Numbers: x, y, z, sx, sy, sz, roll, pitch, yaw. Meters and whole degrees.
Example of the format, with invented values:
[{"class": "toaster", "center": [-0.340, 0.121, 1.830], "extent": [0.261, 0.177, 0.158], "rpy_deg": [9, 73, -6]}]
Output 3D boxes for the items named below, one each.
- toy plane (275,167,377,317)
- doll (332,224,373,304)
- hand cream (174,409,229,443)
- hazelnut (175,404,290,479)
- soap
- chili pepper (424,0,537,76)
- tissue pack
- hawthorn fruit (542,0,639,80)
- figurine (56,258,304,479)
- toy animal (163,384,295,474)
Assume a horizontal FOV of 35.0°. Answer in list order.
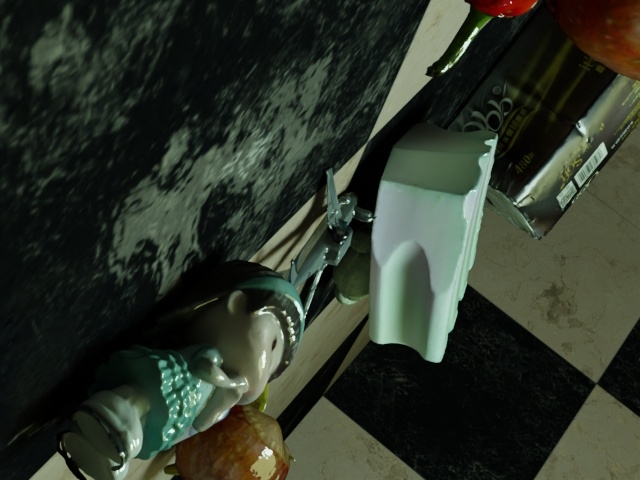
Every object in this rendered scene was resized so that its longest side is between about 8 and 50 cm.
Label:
[{"class": "toy plane", "center": [0.002, 0.002, 1.108], "extent": [0.226, 0.058, 0.226], "rpy_deg": [-41, 149, -49]}, {"class": "doll", "center": [0.062, 0.035, 1.469], "extent": [0.103, 0.071, 0.214], "rpy_deg": [-47, 165, -21]}, {"class": "hand cream", "center": [-0.148, 0.207, 1.208], "extent": [0.142, 0.053, 0.084], "rpy_deg": [-46, 177, 41]}, {"class": "hazelnut", "center": [-0.114, 0.285, 1.326], "extent": [0.143, 0.154, 0.143], "rpy_deg": [-27, -152, 16]}, {"class": "soap", "center": [0.140, -0.008, 1.308], "extent": [0.347, 0.115, 0.208], "rpy_deg": [88, 20, -57]}, {"class": "chili pepper", "center": [0.159, -0.275, 0.788], "extent": [0.137, 0.092, 0.368], "rpy_deg": [-29, 156, -18]}, {"class": "tissue pack", "center": [0.364, -0.197, 1.558], "extent": [0.370, 0.198, 0.210], "rpy_deg": [-51, 154, -1]}, {"class": "hawthorn fruit", "center": [0.371, -0.292, 1.011], "extent": [0.316, 0.316, 0.316], "rpy_deg": [-50, 171, -11]}, {"class": "figurine", "center": [-0.110, 0.109, 0.840], "extent": [0.245, 0.110, 0.138], "rpy_deg": [-35, 163, -46]}, {"class": "toy animal", "center": [-0.097, 0.281, 1.454], "extent": [0.219, 0.155, 0.095], "rpy_deg": [-57, 164, -22]}]
